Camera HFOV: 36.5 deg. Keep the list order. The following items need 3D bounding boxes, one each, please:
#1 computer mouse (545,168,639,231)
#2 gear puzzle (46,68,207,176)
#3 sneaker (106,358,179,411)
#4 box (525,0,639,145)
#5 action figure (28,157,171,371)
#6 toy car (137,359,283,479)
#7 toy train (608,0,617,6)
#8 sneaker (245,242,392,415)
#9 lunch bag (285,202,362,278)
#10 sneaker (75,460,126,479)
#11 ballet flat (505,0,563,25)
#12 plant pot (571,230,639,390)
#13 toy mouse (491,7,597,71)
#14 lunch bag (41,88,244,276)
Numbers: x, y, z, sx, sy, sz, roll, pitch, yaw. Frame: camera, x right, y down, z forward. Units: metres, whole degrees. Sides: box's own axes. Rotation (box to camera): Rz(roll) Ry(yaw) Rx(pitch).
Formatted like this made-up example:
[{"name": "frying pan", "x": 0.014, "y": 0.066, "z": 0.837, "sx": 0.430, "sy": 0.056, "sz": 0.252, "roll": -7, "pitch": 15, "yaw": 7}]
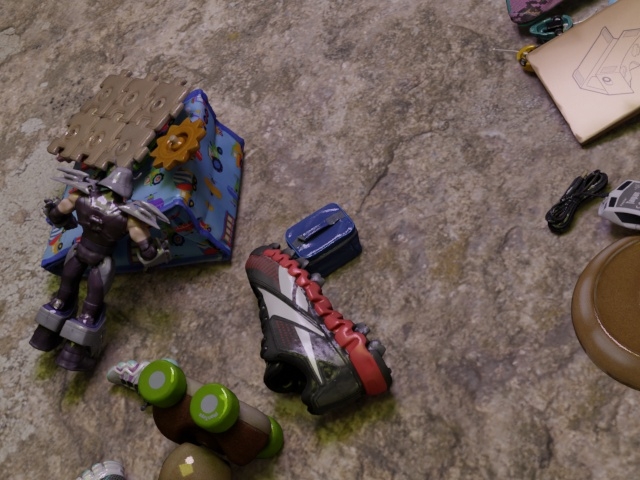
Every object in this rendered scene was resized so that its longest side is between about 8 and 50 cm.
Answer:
[{"name": "computer mouse", "x": 0.383, "y": -0.040, "z": 1.202, "sx": 0.193, "sy": 0.042, "sz": 0.106, "roll": 13, "pitch": 51, "yaw": 48}, {"name": "gear puzzle", "x": -0.254, "y": -0.156, "z": 1.374, "sx": 0.339, "sy": 0.044, "sz": 0.175, "roll": 18, "pitch": 67, "yaw": 49}, {"name": "sneaker", "x": -0.232, "y": 0.190, "z": 1.249, "sx": 0.098, "sy": 0.038, "sz": 0.069, "roll": -10, "pitch": 50, "yaw": 11}, {"name": "box", "x": 0.409, "y": -0.244, "z": 1.335, "sx": 0.201, "sy": 0.021, "sz": 0.164, "roll": -30, "pitch": 61, "yaw": 12}, {"name": "action figure", "x": -0.299, "y": 0.022, "z": 1.278, "sx": 0.185, "sy": 0.099, "sz": 0.285, "roll": 27, "pitch": 103, "yaw": 19}, {"name": "toy car", "x": -0.153, "y": 0.257, "z": 1.110, "sx": 0.149, "sy": 0.155, "sz": 0.188, "roll": 18, "pitch": 73, "yaw": 29}, {"name": "toy train", "x": 0.459, "y": -0.282, "z": 1.389, "sx": 0.125, "sy": 0.046, "sz": 0.166, "roll": -19, "pitch": 55, "yaw": 39}, {"name": "sneaker", "x": -0.035, "y": 0.111, "z": 1.206, "sx": 0.135, "sy": 0.097, "sz": 0.276, "roll": -34, "pitch": 52, "yaw": -12}, {"name": "lunch bag", "x": 0.000, "y": 0.000, "z": 1.303, "sx": 0.098, "sy": 0.065, "sz": 0.067, "roll": -33, "pitch": 50, "yaw": -9}, {"name": "sneaker", "x": -0.290, "y": 0.334, "z": 1.143, "sx": 0.166, "sy": 0.065, "sz": 0.076, "roll": -38, "pitch": 55, "yaw": -11}, {"name": "ballet flat", "x": 0.373, "y": -0.406, "z": 1.475, "sx": 0.222, "sy": 0.079, "sz": 0.077, "roll": -31, "pitch": 29, "yaw": -12}, {"name": "plant pot", "x": 0.413, "y": 0.071, "z": 1.131, "sx": 0.236, "sy": 0.032, "sz": 0.236, "roll": -9, "pitch": 51, "yaw": 11}, {"name": "toy mouse", "x": 0.360, "y": -0.290, "z": 1.429, "sx": 0.143, "sy": 0.031, "sz": 0.161, "roll": -42, "pitch": 47, "yaw": -15}, {"name": "lunch bag", "x": -0.275, "y": -0.062, "z": 1.426, "sx": 0.293, "sy": 0.138, "sz": 0.221, "roll": -15, "pitch": 49, "yaw": 23}]
